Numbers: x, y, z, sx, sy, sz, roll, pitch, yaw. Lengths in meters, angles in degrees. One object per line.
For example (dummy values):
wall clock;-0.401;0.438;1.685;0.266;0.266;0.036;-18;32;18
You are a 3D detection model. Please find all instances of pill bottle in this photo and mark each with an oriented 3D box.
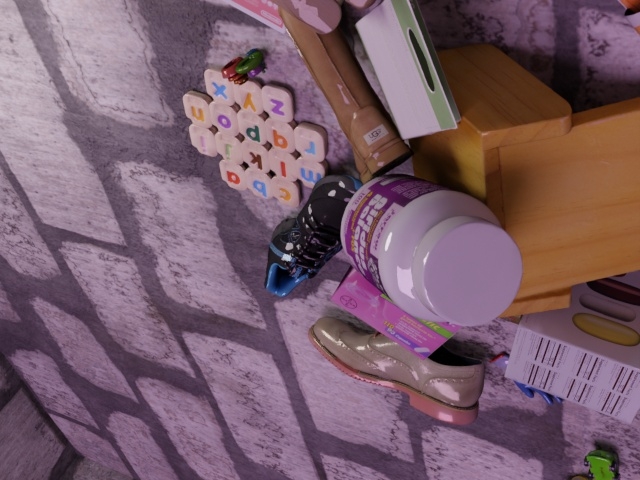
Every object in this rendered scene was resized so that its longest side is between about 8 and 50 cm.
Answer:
pill bottle;0.140;0.010;1.054;0.169;0.169;0.301;46;178;-17

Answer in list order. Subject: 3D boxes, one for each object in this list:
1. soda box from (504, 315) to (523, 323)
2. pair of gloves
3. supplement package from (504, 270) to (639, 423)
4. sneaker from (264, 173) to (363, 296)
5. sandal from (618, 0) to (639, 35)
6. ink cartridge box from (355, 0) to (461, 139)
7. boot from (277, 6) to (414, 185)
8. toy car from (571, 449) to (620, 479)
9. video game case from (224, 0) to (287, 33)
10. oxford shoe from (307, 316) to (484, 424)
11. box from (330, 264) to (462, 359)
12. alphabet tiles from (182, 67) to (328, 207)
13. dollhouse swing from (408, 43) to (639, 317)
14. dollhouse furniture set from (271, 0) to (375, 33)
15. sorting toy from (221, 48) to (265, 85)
soda box;0.316;0.099;1.332;0.058;0.061;0.181;19;175;19
pair of gloves;0.423;0.245;1.530;0.159;0.023;0.198;33;145;-1
supplement package;0.424;0.139;1.257;0.203;0.194;0.149;19;143;17
sneaker;0.000;0.000;1.451;0.125;0.139;0.341;26;148;-13
sandal;0.440;-0.229;0.915;0.265;0.076;0.102;39;144;-8
ink cartridge box;0.118;-0.213;0.968;0.235;0.056;0.171;-162;49;-78
boot;0.039;-0.224;1.187;0.269;0.089;0.236;60;177;2
toy car;0.600;0.497;1.665;0.239;0.053;0.225;3;134;34
video game case;-0.103;-0.445;1.119;0.204;0.025;0.285;30;144;5
oxford shoe;0.157;0.226;1.653;0.397;0.140;0.146;22;112;23
box;0.168;0.073;1.441;0.213;0.117;0.243;33;144;-1
alphabet tiles;-0.115;-0.181;1.441;0.284;0.021;0.278;18;141;19
dollhouse swing;0.330;-0.113;1.151;0.315;0.305;0.347;-122;11;-47
dollhouse furniture set;0.083;-0.348;0.940;0.161;0.212;0.242;35;117;-1
sorting toy;-0.116;-0.275;1.297;0.102;0.061;0.042;8;140;54
